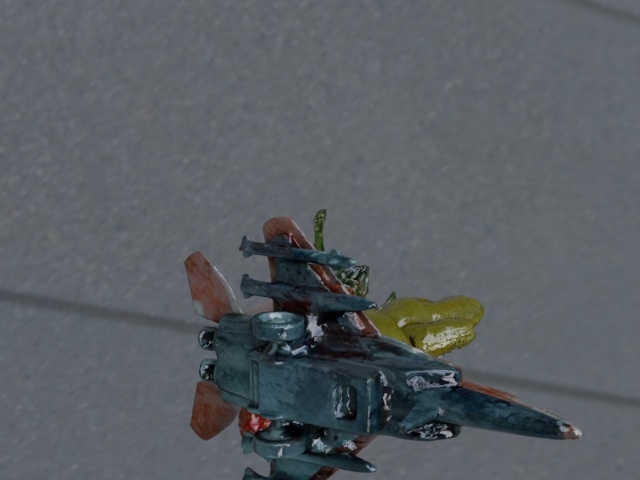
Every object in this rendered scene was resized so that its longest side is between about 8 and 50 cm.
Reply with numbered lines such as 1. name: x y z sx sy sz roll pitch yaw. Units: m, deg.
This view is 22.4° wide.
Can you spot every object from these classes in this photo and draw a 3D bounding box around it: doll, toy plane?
1. doll: 0.066 0.097 1.427 0.209 0.137 0.097 -17 113 -49
2. toy plane: 0.029 0.103 1.130 0.104 0.326 0.223 -16 111 -45

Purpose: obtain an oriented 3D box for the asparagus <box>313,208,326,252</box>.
1. asparagus: 0.000 0.000 1.753 0.015 0.014 0.114 31 33 -24

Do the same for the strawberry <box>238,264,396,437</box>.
1. strawberry: -0.012 0.156 2.103 0.188 0.106 0.286 30 90 11
